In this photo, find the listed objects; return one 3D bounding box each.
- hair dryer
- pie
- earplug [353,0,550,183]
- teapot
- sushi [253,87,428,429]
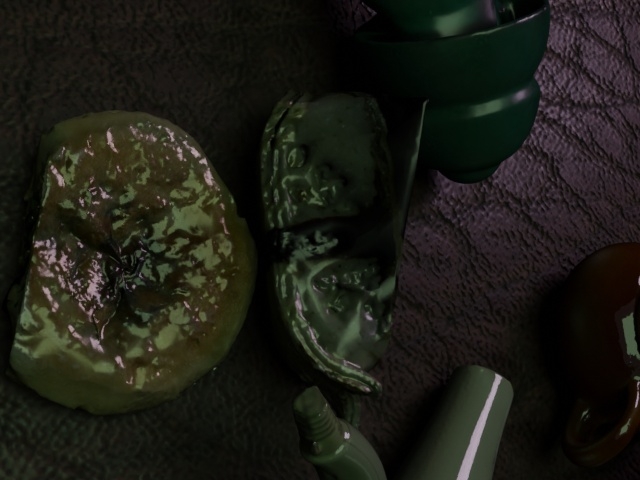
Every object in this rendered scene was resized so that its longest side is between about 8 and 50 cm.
[{"bbox_3d":[0.073,0.165,0.708,0.296,0.119,0.298,-43,135,-52],"label":"hair dryer"},{"bbox_3d":[-0.130,0.017,0.698,0.185,0.052,0.218,11,75,-33],"label":"pie"},{"bbox_3d":[0.103,-0.191,0.848,0.163,0.257,0.280,-11,103,-3],"label":"earplug"},{"bbox_3d":[0.293,0.098,0.873,0.178,0.135,0.252,44,60,-9],"label":"teapot"},{"bbox_3d":[-0.006,0.010,0.745,0.109,0.134,0.273,9,88,-14],"label":"sushi"}]
